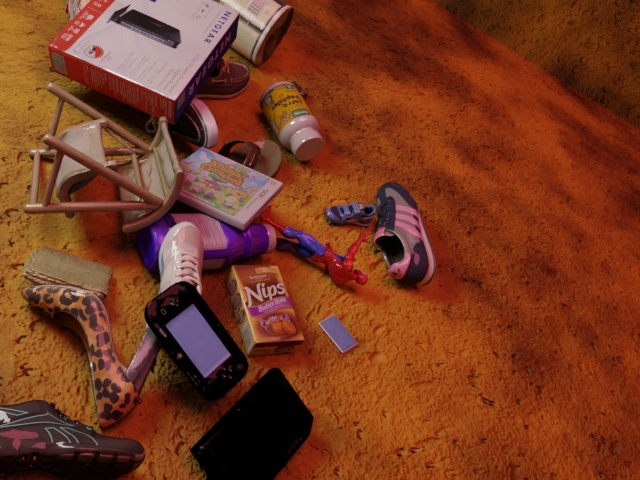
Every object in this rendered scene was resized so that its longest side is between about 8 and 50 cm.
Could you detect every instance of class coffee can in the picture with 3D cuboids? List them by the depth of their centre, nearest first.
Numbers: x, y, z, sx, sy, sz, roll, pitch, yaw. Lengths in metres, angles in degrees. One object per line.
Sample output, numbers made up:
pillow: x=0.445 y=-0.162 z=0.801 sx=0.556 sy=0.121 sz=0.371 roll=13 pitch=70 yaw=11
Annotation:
coffee can: x=-0.247 y=-0.680 z=1.906 sx=0.275 sy=0.202 sz=0.201 roll=36 pitch=39 yaw=0

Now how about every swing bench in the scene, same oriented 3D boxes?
swing bench: x=-0.417 y=-0.151 z=1.247 sx=0.254 sy=0.165 sz=0.253 roll=14 pitch=27 yaw=-28

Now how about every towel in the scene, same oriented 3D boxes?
towel: x=-0.446 y=0.059 z=1.142 sx=0.148 sy=0.027 sz=0.110 roll=18 pitch=21 yaw=-19

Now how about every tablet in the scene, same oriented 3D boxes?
tablet: x=0.038 y=0.199 z=1.377 sx=0.054 sy=0.006 sz=0.083 roll=-22 pitch=64 yaw=-45

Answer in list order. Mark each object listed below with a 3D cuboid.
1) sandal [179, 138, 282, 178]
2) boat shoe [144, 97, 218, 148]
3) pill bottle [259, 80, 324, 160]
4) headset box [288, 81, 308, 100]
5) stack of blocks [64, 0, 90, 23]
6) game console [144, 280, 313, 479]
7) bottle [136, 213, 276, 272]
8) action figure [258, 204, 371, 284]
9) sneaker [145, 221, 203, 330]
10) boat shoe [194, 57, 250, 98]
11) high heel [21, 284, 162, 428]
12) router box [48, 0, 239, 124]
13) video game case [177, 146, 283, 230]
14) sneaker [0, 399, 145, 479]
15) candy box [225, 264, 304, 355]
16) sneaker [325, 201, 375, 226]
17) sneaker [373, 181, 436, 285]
sandal: x=-0.200 y=-0.188 z=1.533 sx=0.302 sy=0.086 sz=0.120 roll=-23 pitch=64 yaw=-45
boat shoe: x=-0.360 y=-0.305 z=1.510 sx=0.104 sy=0.113 sz=0.306 roll=-25 pitch=58 yaw=-38
pill bottle: x=-0.074 y=-0.318 z=1.729 sx=0.117 sy=0.118 sz=0.208 roll=-5 pitch=54 yaw=-38
headset box: x=-0.082 y=-0.439 z=1.912 sx=0.083 sy=0.032 sz=0.062 roll=-22 pitch=66 yaw=-47
stack of blocks: x=-0.593 y=-0.645 z=1.649 sx=0.087 sy=0.171 sz=0.297 roll=3 pitch=67 yaw=-32
game console: x=-0.169 y=0.241 z=1.079 sx=0.361 sy=0.044 sz=0.213 roll=55 pitch=45 yaw=-6
bottle: x=-0.226 y=0.001 z=1.323 sx=0.282 sy=0.092 sz=0.118 roll=-3 pitch=51 yaw=-37
action figure: x=0.000 y=0.000 z=1.481 sx=0.280 sy=0.091 sz=0.139 roll=33 pitch=48 yaw=-2
sneaker: x=-0.249 y=0.073 z=1.171 sx=0.087 sy=0.092 sz=0.229 roll=18 pitch=68 yaw=-34
boat shoe: x=-0.295 y=-0.443 z=1.720 sx=0.305 sy=0.091 sz=0.109 roll=-23 pitch=66 yaw=-46
high heel: x=-0.401 y=0.181 z=1.044 sx=0.261 sy=0.093 sz=0.186 roll=21 pitch=61 yaw=2
router box: x=-0.391 y=-0.459 z=1.477 sx=0.301 sy=0.082 sz=0.336 roll=23 pitch=57 yaw=1
video game case: x=-0.212 y=-0.117 z=1.380 sx=0.212 sy=0.023 sz=0.193 roll=24 pitch=37 yaw=9
sneaker: x=-0.384 y=0.281 z=0.928 sx=0.267 sy=0.101 sz=0.106 roll=14 pitch=41 yaw=-24
candy box: x=-0.115 y=0.137 z=1.297 sx=0.109 sy=0.053 sz=0.187 roll=2 pitch=48 yaw=-33
sneaker: x=0.077 y=-0.072 z=1.635 sx=0.144 sy=0.059 sz=0.053 roll=1 pitch=52 yaw=-33
sneaker: x=0.185 y=-0.034 z=1.631 sx=0.131 sy=0.112 sz=0.319 roll=9 pitch=45 yaw=-32
